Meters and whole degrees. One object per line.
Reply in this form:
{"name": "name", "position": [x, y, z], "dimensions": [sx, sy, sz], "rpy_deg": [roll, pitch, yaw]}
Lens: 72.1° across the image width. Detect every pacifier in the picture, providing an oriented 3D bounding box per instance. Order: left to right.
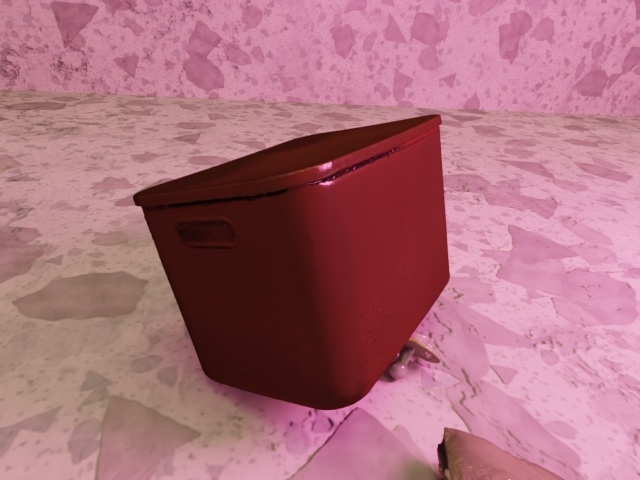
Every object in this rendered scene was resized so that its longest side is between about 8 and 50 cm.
{"name": "pacifier", "position": [0.103, 0.141, 0.540], "dimensions": [0.083, 0.068, 0.064], "rpy_deg": [22, 65, 29]}

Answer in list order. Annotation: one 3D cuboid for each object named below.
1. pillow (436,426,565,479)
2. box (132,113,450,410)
{"name": "pillow", "position": [0.160, 0.231, 0.311], "dimensions": [0.148, 0.050, 0.229], "rpy_deg": [14, 12, 9]}
{"name": "box", "position": [0.000, 0.000, 0.532], "dimensions": [0.239, 0.230, 0.339], "rpy_deg": [1, 21, 35]}
